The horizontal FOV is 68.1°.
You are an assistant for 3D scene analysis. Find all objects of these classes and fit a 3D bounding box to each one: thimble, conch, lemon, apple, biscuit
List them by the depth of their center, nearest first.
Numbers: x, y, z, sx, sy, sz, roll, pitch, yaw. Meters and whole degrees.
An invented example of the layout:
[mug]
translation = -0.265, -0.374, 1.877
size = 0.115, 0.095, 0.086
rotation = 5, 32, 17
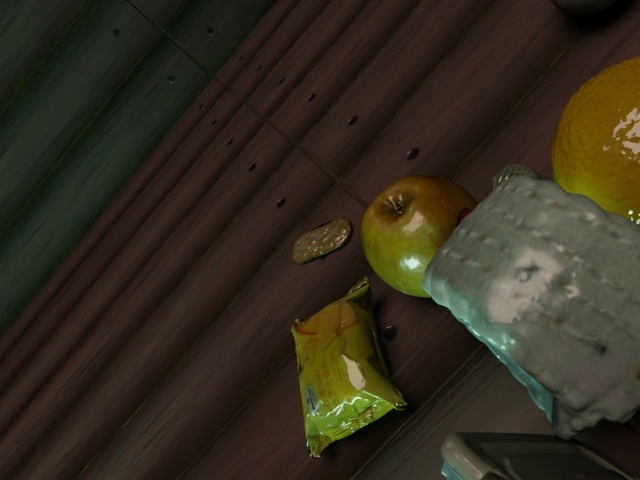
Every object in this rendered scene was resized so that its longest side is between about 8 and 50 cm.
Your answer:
[thimble]
translation = 0.220, 0.060, 0.468
size = 0.172, 0.205, 0.250
rotation = -47, 35, 5
[lemon]
translation = 0.335, -0.087, 0.484
size = 0.186, 0.187, 0.244
rotation = -20, 51, 36
[conch]
translation = 0.271, -0.069, 0.652
size = 0.085, 0.056, 0.076
rotation = 30, 96, 54
[apple]
translation = 0.140, -0.010, 0.657
size = 0.182, 0.155, 0.182
rotation = -29, 43, 32
[biscuit]
translation = 0.000, 0.000, 0.918
size = 0.147, 0.018, 0.071
rotation = -23, 48, 32

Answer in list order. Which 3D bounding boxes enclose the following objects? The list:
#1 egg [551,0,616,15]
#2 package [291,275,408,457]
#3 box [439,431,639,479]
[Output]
[egg]
translation = 0.413, -0.437, 0.725
size = 0.146, 0.146, 0.199
rotation = -2, 66, 47
[package]
translation = 0.027, 0.172, 0.682
size = 0.168, 0.090, 0.226
rotation = -37, 41, 24
[box]
translation = 0.192, 0.231, 0.354
size = 0.162, 0.227, 0.130
rotation = 30, 100, 53
